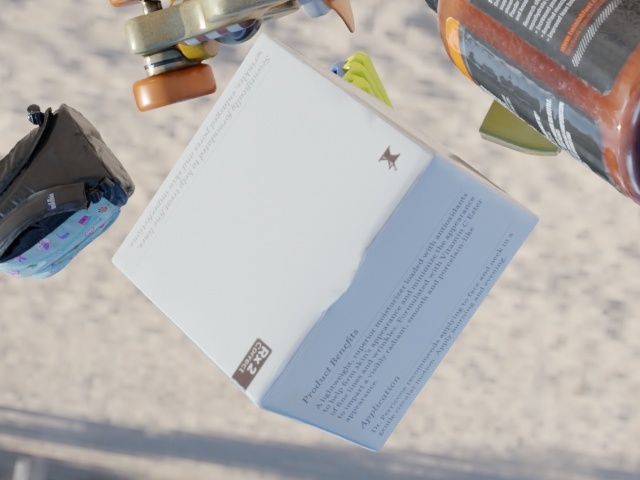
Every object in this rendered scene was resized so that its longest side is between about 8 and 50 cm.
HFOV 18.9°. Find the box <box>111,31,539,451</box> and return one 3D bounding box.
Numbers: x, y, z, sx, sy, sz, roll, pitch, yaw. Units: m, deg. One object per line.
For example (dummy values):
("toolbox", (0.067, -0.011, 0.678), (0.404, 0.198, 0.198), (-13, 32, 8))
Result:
("box", (0.000, 0.000, 1.179), (0.119, 0.181, 0.182), (28, -171, -46))

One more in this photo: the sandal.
("sandal", (0.008, -0.110, 2.092), (0.138, 0.126, 0.317), (-22, -164, 16))

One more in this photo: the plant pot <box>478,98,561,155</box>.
("plant pot", (0.220, -0.128, 1.996), (0.083, 0.081, 0.081), (26, -179, 8))

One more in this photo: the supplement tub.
("supplement tub", (0.124, -0.098, 0.895), (0.106, 0.106, 0.198), (18, -163, -41))

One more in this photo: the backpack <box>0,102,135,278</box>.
("backpack", (-0.297, -0.039, 2.078), (0.152, 0.182, 0.115), (53, -170, 33))

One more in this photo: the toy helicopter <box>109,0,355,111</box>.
("toy helicopter", (-0.068, -0.220, 1.813), (0.235, 0.140, 0.355), (-15, -176, -8))
